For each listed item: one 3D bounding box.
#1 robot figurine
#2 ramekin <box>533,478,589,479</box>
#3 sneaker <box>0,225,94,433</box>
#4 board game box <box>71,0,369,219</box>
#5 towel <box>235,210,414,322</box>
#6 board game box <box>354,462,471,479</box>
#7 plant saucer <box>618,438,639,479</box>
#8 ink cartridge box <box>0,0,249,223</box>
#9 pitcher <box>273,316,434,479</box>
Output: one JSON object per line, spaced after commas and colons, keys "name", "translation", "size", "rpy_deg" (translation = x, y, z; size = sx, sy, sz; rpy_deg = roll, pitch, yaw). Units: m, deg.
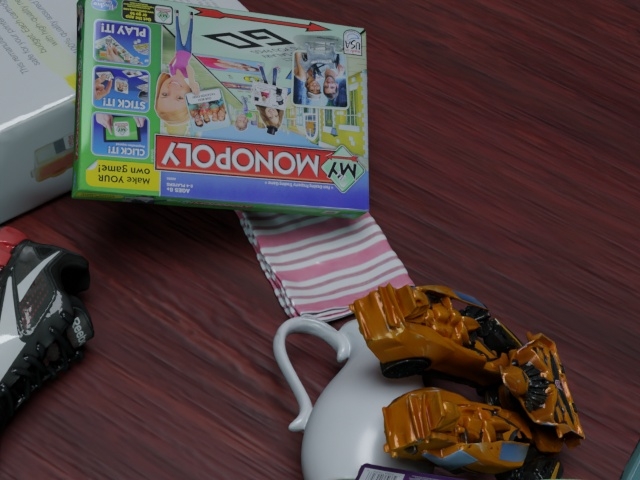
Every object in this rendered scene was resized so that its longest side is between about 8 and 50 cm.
{"name": "robot figurine", "translation": [0.149, 0.138, 1.081], "size": [0.291, 0.085, 0.211], "rpy_deg": [18, 50, -48]}
{"name": "ramekin", "translation": [0.200, 0.343, 0.923], "size": [0.303, 0.148, 0.303], "rpy_deg": [-5, 28, 3]}
{"name": "sneaker", "translation": [-0.299, 0.107, 1.145], "size": [0.135, 0.098, 0.276], "rpy_deg": [8, 51, 3]}
{"name": "board game box", "translation": [-0.101, -0.140, 1.249], "size": [0.317, 0.046, 0.213], "rpy_deg": [3, 78, -22]}
{"name": "towel", "translation": [0.000, 0.000, 1.297], "size": [0.144, 0.029, 0.197], "rpy_deg": [-18, 57, -19]}
{"name": "board game box", "translation": [0.162, 0.269, 0.863], "size": [0.347, 0.056, 0.208], "rpy_deg": [5, 26, 21]}
{"name": "plant saucer", "translation": [0.346, 0.223, 1.169], "size": [0.067, 0.018, 0.192], "rpy_deg": [29, 55, 15]}
{"name": "ink cartridge box", "translation": [-0.315, -0.213, 1.345], "size": [0.384, 0.160, 0.279], "rpy_deg": [-29, 61, -25]}
{"name": "pitcher", "translation": [0.027, 0.163, 1.121], "size": [0.177, 0.125, 0.207], "rpy_deg": [12, 44, 3]}
